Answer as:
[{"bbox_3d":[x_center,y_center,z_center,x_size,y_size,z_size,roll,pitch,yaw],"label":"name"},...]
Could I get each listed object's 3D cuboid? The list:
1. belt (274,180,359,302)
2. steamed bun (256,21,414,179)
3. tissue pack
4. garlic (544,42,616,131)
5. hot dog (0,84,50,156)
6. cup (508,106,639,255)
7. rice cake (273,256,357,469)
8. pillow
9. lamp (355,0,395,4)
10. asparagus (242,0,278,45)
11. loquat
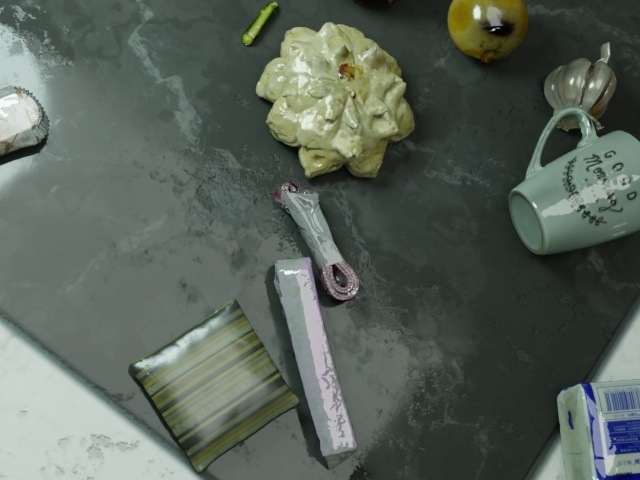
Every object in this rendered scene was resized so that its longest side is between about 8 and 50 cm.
[{"bbox_3d":[0.000,0.000,1.850,0.071,0.053,0.232,-28,86,-11],"label":"belt"},{"bbox_3d":[0.042,-0.249,1.875,0.292,0.137,0.295,27,70,-12],"label":"steamed bun"},{"bbox_3d":[0.572,0.349,1.901,0.270,0.137,0.209,-4,80,-14],"label":"tissue pack"},{"bbox_3d":[0.512,-0.308,2.025,0.127,0.131,0.194,48,68,-33],"label":"garlic"},{"bbox_3d":[-0.538,-0.181,1.729,0.191,0.059,0.108,-27,89,-19],"label":"hot dog"},{"bbox_3d":[0.460,-0.109,1.944,0.234,0.186,0.257,-20,83,-11],"label":"cup"},{"bbox_3d":[-0.009,0.204,1.795,0.073,0.056,0.364,-14,83,-3],"label":"rice cake"},{"bbox_3d":[-0.170,0.237,1.748,0.208,0.052,0.212,-32,86,-17],"label":"pillow"},{"bbox_3d":[0.070,-0.544,1.934,0.180,0.180,0.258,-41,90,-20],"label":"lamp"},{"bbox_3d":[-0.107,-0.397,1.920,0.025,0.021,0.108,36,71,-5],"label":"asparagus"},{"bbox_3d":[0.312,-0.411,1.987,0.163,0.137,0.163,-1,77,3],"label":"loquat"}]
